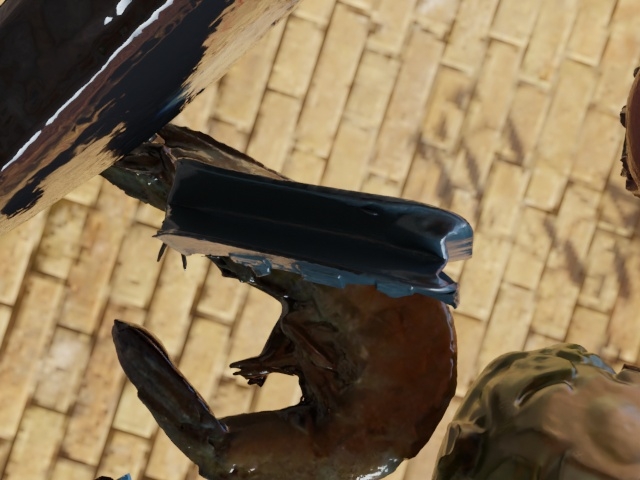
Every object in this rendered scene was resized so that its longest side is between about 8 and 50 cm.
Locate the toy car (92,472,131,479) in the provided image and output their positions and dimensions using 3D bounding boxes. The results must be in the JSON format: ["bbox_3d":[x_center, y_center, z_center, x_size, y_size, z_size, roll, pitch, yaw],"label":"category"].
[{"bbox_3d":[-0.295,0.361,1.788,0.161,0.098,0.126,-22,167,-35],"label":"toy car"}]

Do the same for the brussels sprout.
[{"bbox_3d":[0.219,0.248,1.369,0.328,0.247,0.328,16,90,-88],"label":"brussels sprout"}]

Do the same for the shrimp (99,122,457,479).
[{"bbox_3d":[-0.087,0.051,1.304,0.272,0.445,0.085,-52,179,-9],"label":"shrimp"}]

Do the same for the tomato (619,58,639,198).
[{"bbox_3d":[0.519,-0.135,1.748,0.321,0.322,0.321,-162,-90,-85],"label":"tomato"}]

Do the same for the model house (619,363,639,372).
[{"bbox_3d":[0.427,0.247,1.606,0.206,0.271,0.178,-35,145,-56],"label":"model house"}]

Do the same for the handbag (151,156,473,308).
[{"bbox_3d":[0.000,0.000,1.113,0.179,0.229,0.062,55,46,-80],"label":"handbag"}]

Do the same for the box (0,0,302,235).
[{"bbox_3d":[-0.080,-0.131,0.776,0.359,0.091,0.350,-43,-177,21],"label":"box"}]
